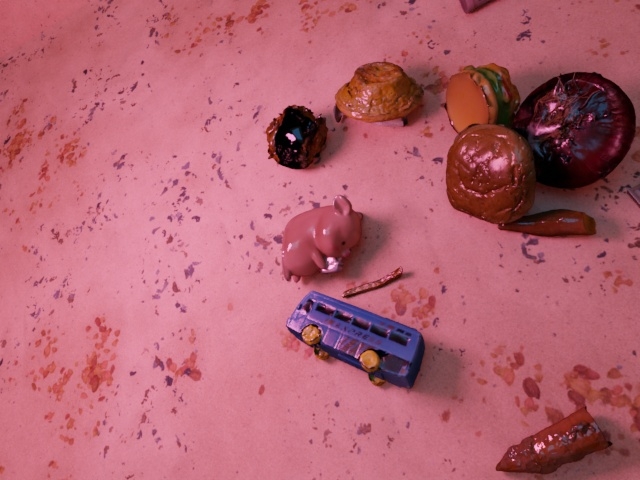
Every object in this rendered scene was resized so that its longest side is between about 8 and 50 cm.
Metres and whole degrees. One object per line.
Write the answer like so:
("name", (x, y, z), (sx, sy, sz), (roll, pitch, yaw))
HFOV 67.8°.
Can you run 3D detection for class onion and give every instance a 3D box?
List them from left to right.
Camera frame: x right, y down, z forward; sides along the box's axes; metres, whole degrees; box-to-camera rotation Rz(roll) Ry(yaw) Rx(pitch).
("onion", (0.678, -0.287, 1.285), (0.313, 0.232, 0.314), (-6, 82, 49))

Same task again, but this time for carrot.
("carrot", (0.532, 0.488, 1.122), (0.263, 0.102, 0.102), (-31, 62, 15))

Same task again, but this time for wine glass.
("wine glass", (0.176, -0.425, 1.626), (0.262, 0.074, 0.074), (13, 75, 25))

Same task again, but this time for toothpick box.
("toothpick box", (0.552, -0.855, 1.623), (0.148, 0.098, 0.099), (-25, 63, 13))

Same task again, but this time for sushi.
("sushi", (-0.095, -0.360, 1.650), (0.203, 0.213, 0.200), (26, 58, 14))

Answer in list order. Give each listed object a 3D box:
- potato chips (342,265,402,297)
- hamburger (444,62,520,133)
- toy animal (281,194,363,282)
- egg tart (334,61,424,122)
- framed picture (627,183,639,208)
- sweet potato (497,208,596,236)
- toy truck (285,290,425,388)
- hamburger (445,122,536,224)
("potato chips", (0.158, 0.131, 1.436), (0.203, 0.037, 0.026), (-24, 53, 18))
("hamburger", (0.487, -0.417, 1.415), (0.148, 0.237, 0.237), (-24, 61, -11))
("toy animal", (0.004, 0.000, 1.460), (0.256, 0.195, 0.213), (-13, 73, 14))
("egg tart", (0.189, -0.497, 1.562), (0.293, 0.123, 0.294), (-6, 44, 6))
("framed picture", (0.920, -0.086, 1.221), (0.150, 0.015, 0.203), (-28, 62, 9))
("sweet potato", (0.613, -0.049, 1.297), (0.243, 0.077, 0.077), (3, 71, 36))
("toy truck", (0.095, 0.278, 1.340), (0.384, 0.161, 0.162), (17, 66, 27))
("hamburger", (0.461, -0.181, 1.313), (0.134, 0.266, 0.284), (-29, 32, -31))
